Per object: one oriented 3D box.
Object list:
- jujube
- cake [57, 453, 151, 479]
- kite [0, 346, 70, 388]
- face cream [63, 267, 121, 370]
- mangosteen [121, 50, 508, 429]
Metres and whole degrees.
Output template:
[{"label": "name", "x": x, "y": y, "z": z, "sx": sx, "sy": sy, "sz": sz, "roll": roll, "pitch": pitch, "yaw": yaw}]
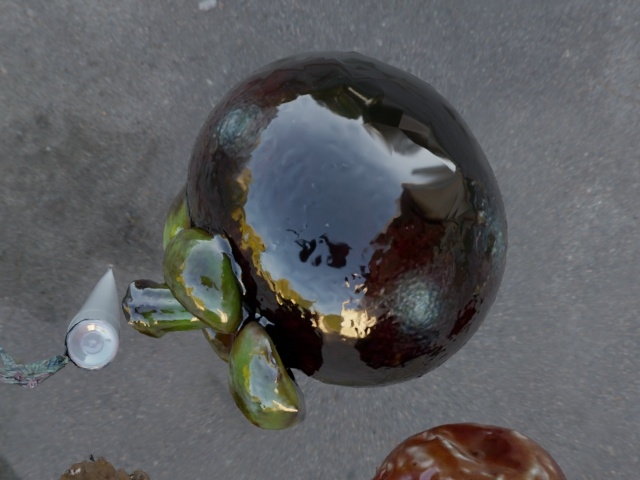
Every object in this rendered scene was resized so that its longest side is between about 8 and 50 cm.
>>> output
[{"label": "jujube", "x": 0.121, "y": 0.280, "z": 0.713, "sx": 0.190, "sy": 0.190, "sz": 0.255, "roll": -4, "pitch": 104, "yaw": 2}, {"label": "cake", "x": -0.324, "y": 0.485, "z": 1.156, "sx": 0.290, "sy": 0.256, "sz": 0.282, "roll": -41, "pitch": 68, "yaw": -3}, {"label": "kite", "x": -0.328, "y": 0.133, "z": 0.909, "sx": 0.139, "sy": 0.156, "sz": 0.011, "roll": -2, "pitch": 99, "yaw": -32}, {"label": "face cream", "x": -0.262, "y": 0.094, "z": 1.012, "sx": 0.058, "sy": 0.243, "sz": 0.092, "roll": 16, "pitch": 93, "yaw": -13}, {"label": "mangosteen", "x": 0.010, "y": -0.008, "z": 0.780, "sx": 0.330, "sy": 0.330, "sz": 0.330, "roll": 0, "pitch": 84, "yaw": 2}]
